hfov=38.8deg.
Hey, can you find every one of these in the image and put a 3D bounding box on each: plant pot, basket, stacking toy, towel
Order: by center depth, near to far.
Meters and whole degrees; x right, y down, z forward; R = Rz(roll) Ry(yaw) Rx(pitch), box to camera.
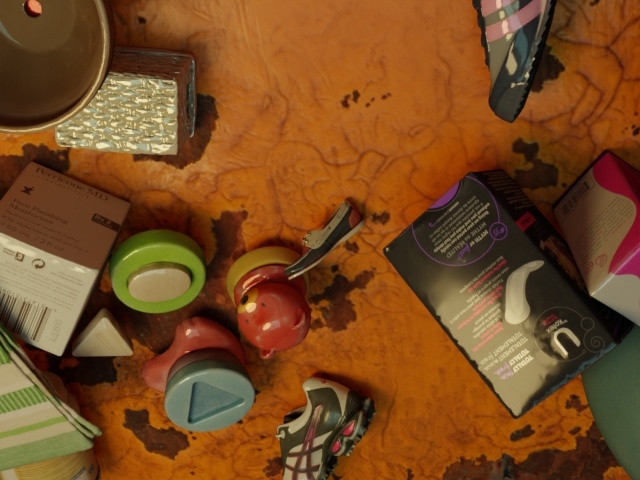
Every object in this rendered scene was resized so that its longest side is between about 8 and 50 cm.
[{"bbox_3d":[-0.334,-0.245,1.003,0.238,0.109,0.237,2,115,5],"label":"plant pot"},{"bbox_3d":[-0.245,-0.173,1.131,0.167,0.103,0.113,5,119,1],"label":"basket"},{"bbox_3d":[-0.470,0.196,1.190,0.248,0.038,0.324,-16,131,13],"label":"towel"},{"bbox_3d":[0.466,0.165,1.227,0.195,0.290,0.290,46,117,18],"label":"plant pot"},{"bbox_3d":[-0.175,0.139,1.253,0.280,0.130,0.309,18,121,-27],"label":"stacking toy"}]

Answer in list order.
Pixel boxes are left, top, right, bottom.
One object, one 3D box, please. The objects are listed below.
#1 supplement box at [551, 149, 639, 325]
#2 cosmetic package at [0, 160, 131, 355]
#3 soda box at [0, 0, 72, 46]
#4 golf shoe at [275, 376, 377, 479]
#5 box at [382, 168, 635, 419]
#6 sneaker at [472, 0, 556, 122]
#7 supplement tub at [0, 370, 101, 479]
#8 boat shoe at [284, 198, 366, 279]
[{"bbox_3d":[0.386,-0.002,1.136,0.114,0.220,0.111,32,116,-15],"label":"supplement box"},{"bbox_3d":[-0.362,0.021,1.200,0.151,0.183,0.151,24,119,-11],"label":"cosmetic package"},{"bbox_3d":[-0.296,-0.303,1.076,0.216,0.074,0.069,-35,112,20],"label":"soda box"},{"bbox_3d":[-0.022,0.328,1.425,0.120,0.105,0.272,32,111,3],"label":"golf shoe"},{"bbox_3d":[0.239,0.060,1.154,0.165,0.143,0.270,-43,75,24],"label":"box"},{"bbox_3d":[0.210,-0.297,1.057,0.131,0.112,0.318,13,118,14],"label":"sneaker"},{"bbox_3d":[-0.428,0.315,1.393,0.145,0.144,0.199,-5,119,5],"label":"supplement tub"},{"bbox_3d":[0.000,0.000,1.225,0.137,0.049,0.043,-40,98,-16],"label":"boat shoe"}]
